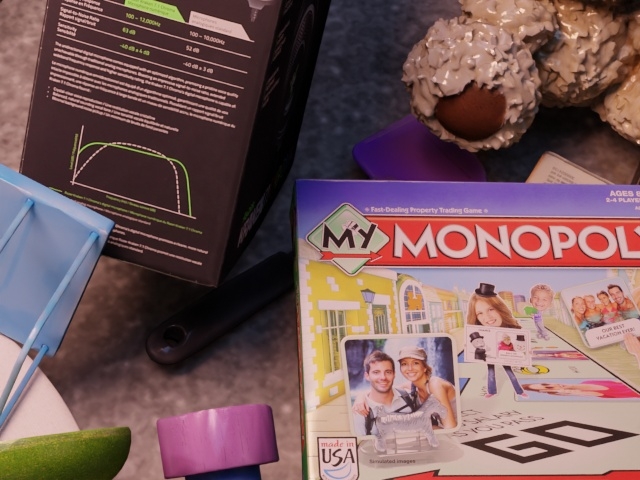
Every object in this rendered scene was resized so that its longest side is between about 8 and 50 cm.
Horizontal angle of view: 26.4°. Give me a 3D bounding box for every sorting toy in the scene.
[{"bbox_3d":[-0.170,0.161,0.666,0.365,0.127,0.126,-2,78,-38],"label":"sorting toy"}]

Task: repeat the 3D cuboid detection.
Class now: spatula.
[{"bbox_3d":[0.000,0.000,0.938,0.296,0.030,0.084,-36,70,-25],"label":"spatula"}]

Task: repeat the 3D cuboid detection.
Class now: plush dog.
[{"bbox_3d":[0.184,-0.198,0.940,0.262,0.225,0.211,3,37,-13],"label":"plush dog"}]

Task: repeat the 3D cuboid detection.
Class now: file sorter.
[{"bbox_3d":[-0.223,0.020,0.747,0.170,0.118,0.104,27,42,-5],"label":"file sorter"}]

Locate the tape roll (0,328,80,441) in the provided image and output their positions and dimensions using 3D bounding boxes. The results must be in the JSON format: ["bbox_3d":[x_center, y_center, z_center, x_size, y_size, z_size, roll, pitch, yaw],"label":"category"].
[{"bbox_3d":[-0.299,0.155,0.699,0.392,0.072,0.392,18,40,-16],"label":"tape roll"}]

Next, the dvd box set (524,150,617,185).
[{"bbox_3d":[0.175,0.167,0.832,0.307,0.062,0.420,29,59,12],"label":"dvd box set"}]

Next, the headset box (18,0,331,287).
[{"bbox_3d":[-0.066,-0.157,0.831,0.131,0.283,0.246,16,22,4],"label":"headset box"}]

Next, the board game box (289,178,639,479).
[{"bbox_3d":[0.143,0.063,0.832,0.317,0.046,0.214,0,58,-6],"label":"board game box"}]
